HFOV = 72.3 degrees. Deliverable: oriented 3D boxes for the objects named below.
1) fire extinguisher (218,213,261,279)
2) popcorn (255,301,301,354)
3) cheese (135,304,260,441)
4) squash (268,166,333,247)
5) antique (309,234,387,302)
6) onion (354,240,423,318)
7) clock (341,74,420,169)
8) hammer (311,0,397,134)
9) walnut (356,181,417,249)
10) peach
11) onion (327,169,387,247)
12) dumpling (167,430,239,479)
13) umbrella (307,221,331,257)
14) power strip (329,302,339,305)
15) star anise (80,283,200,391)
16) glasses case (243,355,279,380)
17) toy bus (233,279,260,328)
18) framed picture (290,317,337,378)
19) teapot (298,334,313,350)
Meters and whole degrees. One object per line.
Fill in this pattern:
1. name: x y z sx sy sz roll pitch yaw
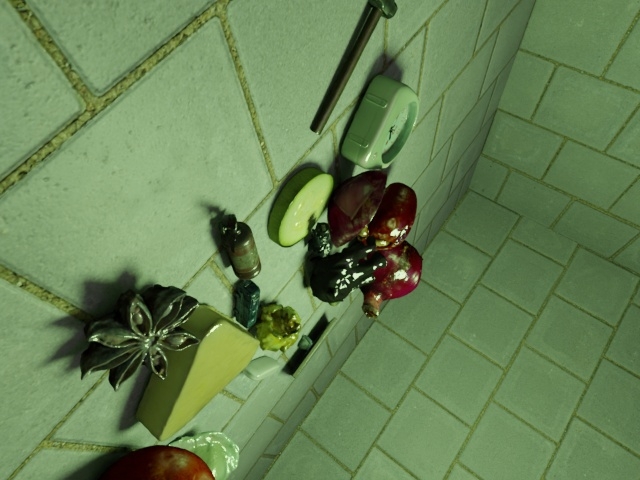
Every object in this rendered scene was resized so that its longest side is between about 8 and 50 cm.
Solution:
1. fire extinguisher: -0.183 0.016 1.032 0.075 0.106 0.252 -29 151 -17
2. popcorn: -0.149 0.294 1.482 0.169 0.173 0.195 -32 165 -6
3. cheese: -0.313 0.308 1.166 0.384 0.104 0.383 -47 157 -27
4. squash: -0.056 -0.093 1.264 0.252 0.049 0.252 -49 161 -24
5. antique: 0.082 0.122 1.639 0.255 0.185 0.322 -21 157 -28
6. onion: 0.267 0.157 1.907 0.347 0.348 0.384 78 31 -62
7. clock: 0.204 -0.356 1.379 0.324 0.109 0.265 -14 132 -63
8. hammer: 0.072 -0.427 1.071 0.365 0.044 0.111 -62 160 15
9. walnut: 0.241 -0.106 1.717 0.222 0.244 0.268 -29 -142 63
10. peach: -0.440 0.729 1.158 0.310 0.335 0.405 -24 137 -67
11. onion: 0.100 -0.131 1.384 0.247 0.111 0.249 -44 -160 46
12. dumpling: -0.432 0.799 1.463 0.320 0.212 0.269 -48 157 -54
13. umbrella: 0.001 0.002 1.394 0.224 0.080 0.071 105 3 -70
14. power strip: 0.165 0.162 2.117 0.387 0.066 0.092 -42 153 -30
15. star anise: -0.358 0.180 0.877 0.236 0.109 0.222 -5 118 -45
16. glasses case: -0.224 0.484 1.667 0.049 0.076 0.197 -63 160 9
17. toy bus: -0.212 0.184 1.271 0.047 0.065 0.165 -38 153 -41
18. framed picture: -0.036 0.528 2.152 0.335 0.022 0.247 -52 175 -16
19. teapot: -0.065 0.478 2.049 0.066 0.057 0.087 -41 155 -40
